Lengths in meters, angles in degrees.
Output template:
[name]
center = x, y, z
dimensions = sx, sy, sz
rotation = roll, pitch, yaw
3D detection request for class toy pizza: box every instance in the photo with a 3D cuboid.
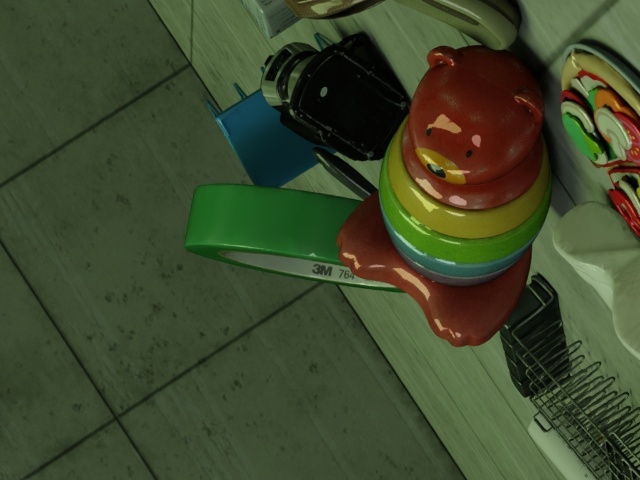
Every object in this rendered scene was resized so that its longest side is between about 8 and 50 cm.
[toy pizza]
center = 0.232, -0.055, 1.379
dimensions = 0.201, 0.032, 0.201
rotation = 56, 174, 9

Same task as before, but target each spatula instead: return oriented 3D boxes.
[spatula]
center = 0.114, -0.020, 2.085
dimensions = 0.296, 0.030, 0.084
rotation = 31, 175, -7

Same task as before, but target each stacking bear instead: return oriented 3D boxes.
[stacking bear]
center = 0.125, -0.060, 1.612
dimensions = 0.175, 0.164, 0.289
rotation = 36, 157, 15

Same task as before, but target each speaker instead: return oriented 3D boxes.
[speaker]
center = 0.307, 0.259, 2.243
dimensions = 0.136, 0.055, 0.055
rotation = 50, 171, 42

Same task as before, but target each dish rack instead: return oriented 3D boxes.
[dish rack]
center = 0.288, 0.187, 1.984
dimensions = 0.271, 0.074, 0.208
rotation = 51, 173, 29

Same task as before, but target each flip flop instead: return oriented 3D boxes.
[flip flop]
center = 0.023, -0.203, 1.486
dimensions = 0.277, 0.080, 0.112
rotation = 24, -178, -1

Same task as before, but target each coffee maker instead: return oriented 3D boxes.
[coffee maker]
center = 0.023, -0.144, 2.102
dimensions = 0.171, 0.120, 0.178
rotation = 58, 174, -15

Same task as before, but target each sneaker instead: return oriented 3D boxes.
[sneaker]
center = 0.269, 0.051, 1.505
dimensions = 0.094, 0.080, 0.212
rotation = 47, -172, -38

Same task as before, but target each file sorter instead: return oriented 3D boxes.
[file sorter]
center = -0.038, -0.158, 2.273
dimensions = 0.118, 0.170, 0.104
rotation = 60, 177, -25

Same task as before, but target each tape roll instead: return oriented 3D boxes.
[tape roll]
center = 0.000, 0.000, 2.245
dimensions = 0.321, 0.321, 0.077
rotation = 125, 155, -83

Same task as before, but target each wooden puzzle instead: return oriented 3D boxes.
[wooden puzzle]
center = 0.328, 0.229, 2.156
dimensions = 0.049, 0.006, 0.083
rotation = 53, 173, 27

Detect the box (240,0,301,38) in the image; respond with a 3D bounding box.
[box]
center = -0.038, -0.291, 1.814
dimensions = 0.137, 0.126, 0.072
rotation = 55, 175, 16
